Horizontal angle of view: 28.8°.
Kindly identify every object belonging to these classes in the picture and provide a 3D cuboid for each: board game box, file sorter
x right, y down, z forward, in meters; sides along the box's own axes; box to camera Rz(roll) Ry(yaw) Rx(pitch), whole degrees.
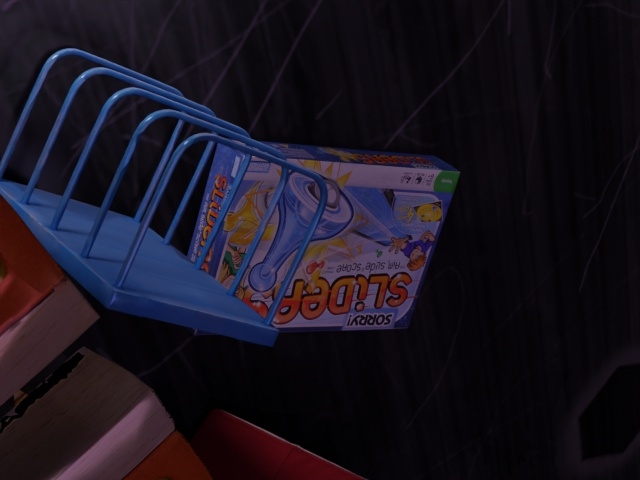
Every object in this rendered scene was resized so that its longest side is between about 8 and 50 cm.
[{"bbox_3d":[0.000,0.000,0.905,0.201,0.035,0.136,1,115,-38],"label":"board game box"},{"bbox_3d":[-0.095,-0.030,0.720,0.118,0.170,0.104,17,102,-43],"label":"file sorter"}]

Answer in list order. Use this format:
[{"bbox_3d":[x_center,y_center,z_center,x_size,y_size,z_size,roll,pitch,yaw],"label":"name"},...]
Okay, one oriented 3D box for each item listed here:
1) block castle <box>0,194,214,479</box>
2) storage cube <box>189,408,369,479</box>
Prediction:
[{"bbox_3d":[-0.244,0.061,0.568,0.213,0.303,0.453,-43,135,-18],"label":"block castle"},{"bbox_3d":[-0.024,0.268,0.917,0.193,0.184,0.215,-58,136,-17],"label":"storage cube"}]
